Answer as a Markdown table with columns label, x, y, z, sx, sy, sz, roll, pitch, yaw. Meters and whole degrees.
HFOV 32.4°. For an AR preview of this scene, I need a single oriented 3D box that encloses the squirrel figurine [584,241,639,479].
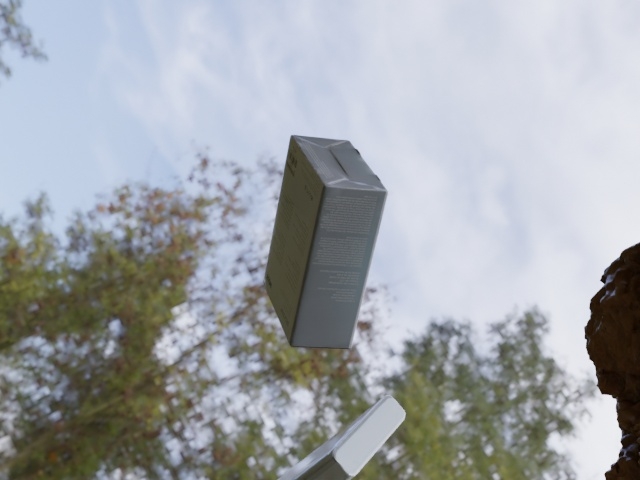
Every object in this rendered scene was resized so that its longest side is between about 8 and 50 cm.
| label | x | y | z | sx | sy | sz | roll | pitch | yaw |
| --- | --- | --- | --- | --- | --- | --- | --- | --- | --- |
| squirrel figurine | 0.395 | 0.115 | 0.807 | 0.397 | 0.281 | 0.370 | -42 | -115 | 34 |

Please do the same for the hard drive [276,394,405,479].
| label | x | y | z | sx | sy | sz | roll | pitch | yaw |
| --- | --- | --- | --- | --- | --- | --- | --- | --- | --- |
| hard drive | -0.043 | 0.319 | 1.363 | 0.307 | 0.203 | 0.040 | -42 | -96 | 25 |

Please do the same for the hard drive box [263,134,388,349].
| label | x | y | z | sx | sy | sz | roll | pitch | yaw |
| --- | --- | --- | --- | --- | --- | --- | --- | --- | --- |
| hard drive box | 0.000 | 0.000 | 1.470 | 0.181 | 0.089 | 0.232 | -119 | -143 | -59 |
